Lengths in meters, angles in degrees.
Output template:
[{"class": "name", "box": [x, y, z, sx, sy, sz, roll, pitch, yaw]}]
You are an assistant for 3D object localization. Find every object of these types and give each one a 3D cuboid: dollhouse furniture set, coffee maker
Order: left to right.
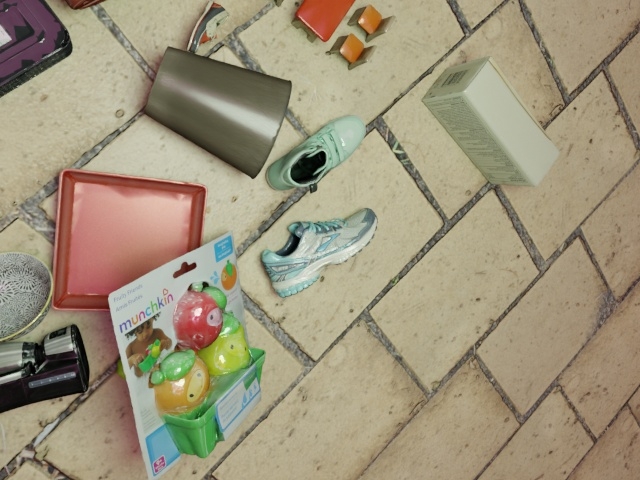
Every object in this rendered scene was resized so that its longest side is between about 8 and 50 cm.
[{"class": "coffee maker", "box": [-0.517, 0.248, 0.876, 0.178, 0.120, 0.171, -9, 126, -21]}, {"class": "dollhouse furniture set", "box": [0.049, -0.523, 0.972, 0.262, 0.135, 0.259, 34, 84, -24]}]

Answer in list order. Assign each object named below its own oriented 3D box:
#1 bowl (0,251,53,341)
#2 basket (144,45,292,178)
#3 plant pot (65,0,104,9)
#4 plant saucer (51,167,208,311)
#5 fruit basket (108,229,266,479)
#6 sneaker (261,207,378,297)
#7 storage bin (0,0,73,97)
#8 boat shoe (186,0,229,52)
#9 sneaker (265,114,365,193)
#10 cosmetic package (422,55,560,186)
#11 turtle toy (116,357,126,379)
[{"class": "bowl", "box": [-0.534, 0.110, 0.836, 0.170, 0.170, 0.080, -26, 152, -18]}, {"class": "basket", "box": [-0.194, -0.252, 0.907, 0.227, 0.154, 0.204, 21, 91, -22]}, {"class": "plant pot", "box": [-0.368, -0.523, 0.735, 0.272, 0.272, 0.265, -37, 119, -14]}, {"class": "plant saucer", "box": [-0.360, 0.006, 0.929, 0.259, 0.048, 0.259, 5, 96, -24]}, {"class": "fruit basket", "box": [-0.217, 0.195, 0.890, 0.327, 0.166, 0.353, -36, 131, -59]}, {"class": "sneaker", "box": [0.000, 0.000, 1.054, 0.283, 0.110, 0.122, -36, 107, -14]}, {"class": "storage bin", "box": [-0.514, -0.324, 0.787, 0.180, 0.084, 0.122, -40, 112, -14]}, {"class": "boat shoe", "box": [-0.210, -0.394, 0.907, 0.043, 0.049, 0.137, 30, 55, -23]}, {"class": "sneaker", "box": [0.018, -0.180, 1.007, 0.256, 0.151, 0.094, -37, 109, -15]}, {"class": "cosmetic package", "box": [0.406, -0.271, 1.157, 0.309, 0.160, 0.113, 41, 81, -25]}, {"class": "turtle toy", "box": [-0.346, 0.217, 0.953, 0.066, 0.095, 0.130, 32, 84, -1]}]
